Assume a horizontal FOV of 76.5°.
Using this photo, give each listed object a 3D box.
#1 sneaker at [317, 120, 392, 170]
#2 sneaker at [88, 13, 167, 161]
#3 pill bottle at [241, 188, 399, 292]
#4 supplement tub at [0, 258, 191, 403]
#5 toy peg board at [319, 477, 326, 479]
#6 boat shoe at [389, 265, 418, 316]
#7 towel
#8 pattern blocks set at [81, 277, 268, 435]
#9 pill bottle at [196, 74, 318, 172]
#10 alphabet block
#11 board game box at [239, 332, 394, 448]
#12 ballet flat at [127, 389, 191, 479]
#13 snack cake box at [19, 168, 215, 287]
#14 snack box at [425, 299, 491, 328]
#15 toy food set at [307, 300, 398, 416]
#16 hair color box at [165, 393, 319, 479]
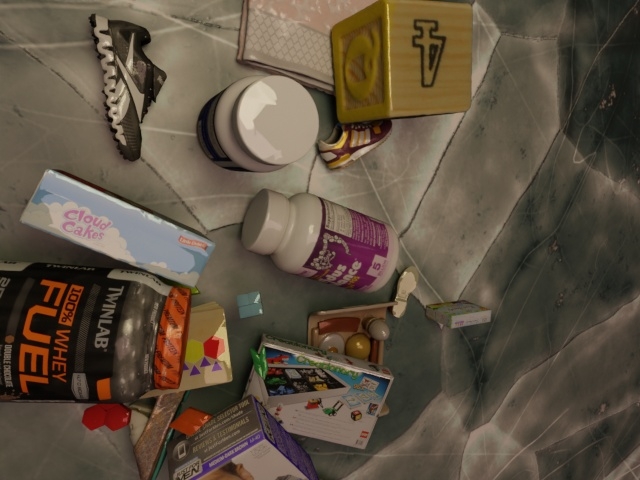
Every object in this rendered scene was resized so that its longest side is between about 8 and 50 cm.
[{"bbox_3d":[0.079,-0.233,0.890,0.185,0.070,0.083,-39,119,-15],"label":"sneaker"},{"bbox_3d":[-0.313,-0.255,0.689,0.106,0.078,0.234,-9,102,-22],"label":"sneaker"},{"bbox_3d":[0.000,0.000,0.841,0.302,0.169,0.169,18,92,-27],"label":"pill bottle"},{"bbox_3d":[-0.384,0.141,0.626,0.338,0.207,0.207,6,98,-14],"label":"supplement tub"},{"bbox_3d":[0.000,0.707,1.045,0.161,0.079,0.160,42,65,-27],"label":"toy peg board"},{"bbox_3d":[0.211,0.130,1.043,0.049,0.043,0.136,18,90,-3],"label":"boat shoe"},{"bbox_3d":[0.013,-0.470,0.822,0.332,0.053,0.316,7,97,-28],"label":"towel"},{"bbox_3d":[-0.259,0.205,0.752,0.325,0.026,0.285,-2,75,-2],"label":"pattern blocks set"},{"bbox_3d":[-0.114,-0.192,0.693,0.153,0.265,0.153,-6,103,-25],"label":"pill bottle"},{"bbox_3d":[0.154,-0.336,0.788,0.197,0.192,0.193,-12,105,-24],"label":"alphabet block"},{"bbox_3d":[-0.013,0.340,0.906,0.306,0.053,0.192,18,100,-10],"label":"board game box"},{"bbox_3d":[-0.314,0.315,0.802,0.106,0.107,0.315,23,84,-8],"label":"ballet flat"},{"bbox_3d":[-0.328,-0.021,0.686,0.264,0.152,0.089,27,87,-27],"label":"snack cake box"},{"bbox_3d":[0.373,0.198,1.101,0.141,0.100,0.037,-3,101,-26],"label":"snack box"},{"bbox_3d":[0.083,0.300,0.984,0.220,0.092,0.305,-3,101,-26],"label":"toy food set"},{"bbox_3d":[-0.138,0.473,0.830,0.185,0.110,0.338,-29,129,-5],"label":"hair color box"}]
